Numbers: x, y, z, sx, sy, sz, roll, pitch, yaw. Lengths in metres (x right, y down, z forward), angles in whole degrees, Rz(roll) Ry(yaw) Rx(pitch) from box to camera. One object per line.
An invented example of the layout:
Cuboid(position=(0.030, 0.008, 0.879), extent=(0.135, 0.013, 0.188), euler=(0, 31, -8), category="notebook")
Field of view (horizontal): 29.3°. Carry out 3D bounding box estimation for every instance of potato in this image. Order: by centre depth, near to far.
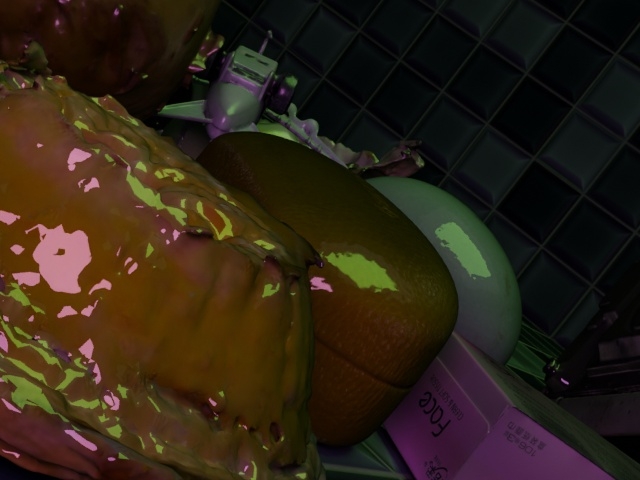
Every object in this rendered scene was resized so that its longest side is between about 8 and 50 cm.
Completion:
Cuboid(position=(-0.241, -0.194, 0.981), extent=(0.299, 0.196, 0.246), euler=(8, -32, 29), category="potato")

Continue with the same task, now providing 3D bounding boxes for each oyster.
Cuboid(position=(-0.044, -0.085, 1.372), extent=(0.201, 0.107, 0.354), euler=(-6, 17, -37), category="oyster")

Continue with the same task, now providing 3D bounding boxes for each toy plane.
Cuboid(position=(-0.075, -0.141, 1.174), extent=(0.251, 0.101, 0.255), euler=(25, 24, -5), category="toy plane")

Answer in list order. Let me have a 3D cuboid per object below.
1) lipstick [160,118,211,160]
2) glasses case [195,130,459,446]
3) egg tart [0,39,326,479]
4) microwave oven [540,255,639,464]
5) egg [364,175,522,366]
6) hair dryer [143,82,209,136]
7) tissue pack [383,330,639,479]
Cuboid(position=(-0.041, -0.016, 1.250), extent=(0.304, 0.076, 0.076), euler=(36, 7, -20), category="lipstick")
Cuboid(position=(-0.007, 0.017, 0.898), extent=(0.173, 0.141, 0.371), euler=(36, 7, -19), category="glasses case")
Cuboid(position=(-0.100, 0.007, 0.563), extent=(0.315, 0.120, 0.315), euler=(36, 7, -5), category="egg tart")
Cuboid(position=(0.417, 0.134, 1.217), extent=(0.247, 0.333, 0.394), euler=(43, -15, -2), category="microwave oven")
Cuboid(position=(0.083, 0.039, 1.102), extent=(0.231, 0.168, 0.168), euler=(45, 10, 35), category="egg")
Cuboid(position=(-0.290, -0.232, 1.301), extent=(0.362, 0.128, 0.203), euler=(27, 11, -20), category="hair dryer")
Cuboid(position=(0.172, 0.182, 0.909), extent=(0.246, 0.092, 0.148), euler=(35, 8, -22), category="tissue pack")
